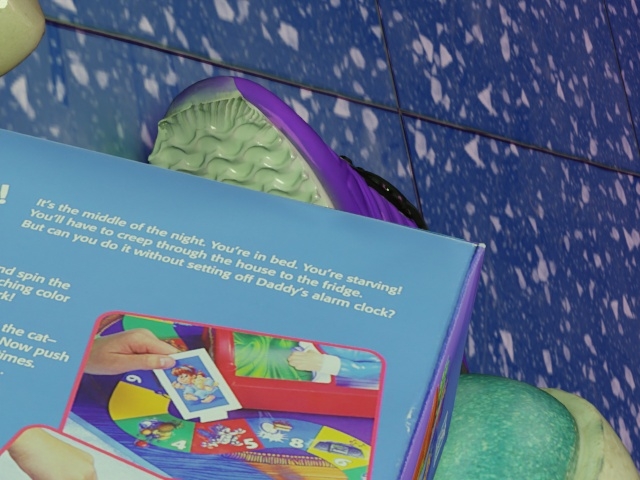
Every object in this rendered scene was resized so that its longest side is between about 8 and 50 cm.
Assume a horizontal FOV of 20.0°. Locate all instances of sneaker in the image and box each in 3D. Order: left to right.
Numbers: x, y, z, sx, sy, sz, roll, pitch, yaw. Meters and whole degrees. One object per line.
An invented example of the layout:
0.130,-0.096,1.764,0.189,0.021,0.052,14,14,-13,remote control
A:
-0.001,0.000,1.015,0.293,0.102,0.146,57,27,-37,sneaker

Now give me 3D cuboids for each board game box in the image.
-0.154,0.054,0.448,0.233,0.347,0.078,-64,165,-52,board game box

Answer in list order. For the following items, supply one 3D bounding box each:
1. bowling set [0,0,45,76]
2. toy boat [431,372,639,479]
-0.234,-0.162,0.659,0.287,0.154,0.200,52,16,-32,bowling set
-0.047,0.154,0.611,0.148,0.318,0.267,43,61,-17,toy boat
